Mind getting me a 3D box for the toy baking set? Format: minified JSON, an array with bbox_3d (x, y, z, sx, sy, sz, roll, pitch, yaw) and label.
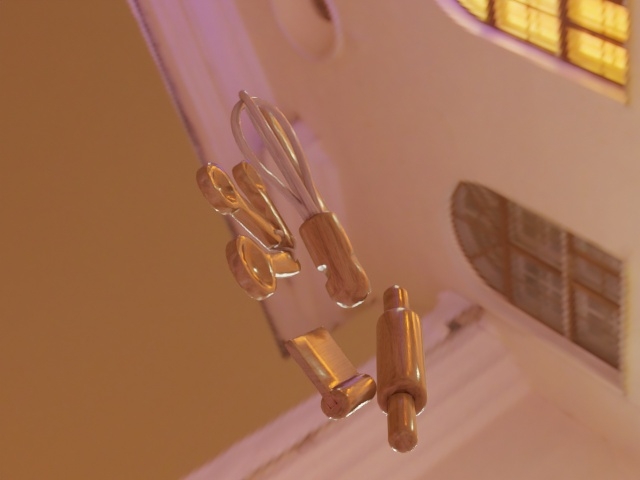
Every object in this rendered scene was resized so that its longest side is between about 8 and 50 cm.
[{"bbox_3d":[0.004,0.006,0.784,0.030,0.256,0.197,-31,-71,17],"label":"toy baking set"}]
